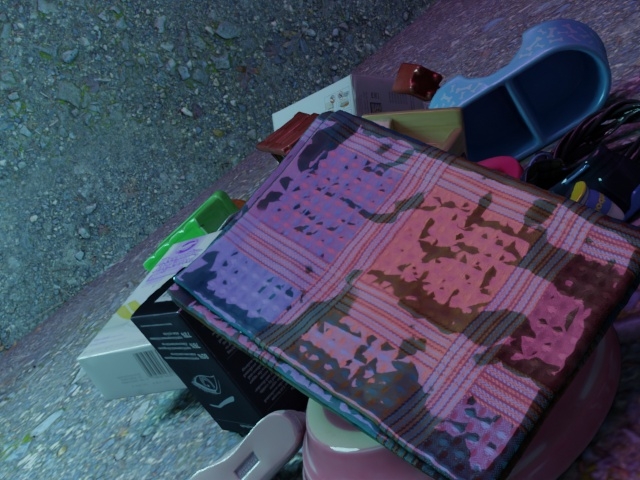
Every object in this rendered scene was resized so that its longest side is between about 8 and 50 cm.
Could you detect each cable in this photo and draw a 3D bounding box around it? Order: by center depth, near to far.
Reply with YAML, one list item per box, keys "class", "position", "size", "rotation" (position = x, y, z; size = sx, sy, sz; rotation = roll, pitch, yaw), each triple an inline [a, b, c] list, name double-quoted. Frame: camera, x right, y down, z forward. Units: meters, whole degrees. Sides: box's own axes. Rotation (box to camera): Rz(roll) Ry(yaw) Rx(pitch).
- class: "cable"
  position: [0.363, -0.123, 0.967]
  size: [0.184, 0.047, 0.150]
  rotation: [-24, 20, 33]

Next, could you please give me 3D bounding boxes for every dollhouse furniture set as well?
- class: "dollhouse furniture set"
  position: [0.093, -0.207, 1.439]
  size: [0.374, 0.201, 0.152]
  rotation: [-38, 23, -11]

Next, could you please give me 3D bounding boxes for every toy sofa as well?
- class: "toy sofa"
  position: [0.086, -0.036, 0.931]
  size: [0.150, 0.177, 0.362]
  rotation: [-2, 24, 23]

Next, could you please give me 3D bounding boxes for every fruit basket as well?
- class: "fruit basket"
  position: [-0.198, 0.001, 1.621]
  size: [0.327, 0.165, 0.353]
  rotation: [-38, -7, 30]

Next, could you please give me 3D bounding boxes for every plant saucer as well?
- class: "plant saucer"
  position: [0.110, 0.132, 0.705]
  size: [0.332, 0.084, 0.332]
  rotation: [-32, 16, 11]

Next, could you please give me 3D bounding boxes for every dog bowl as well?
- class: "dog bowl"
  position: [0.309, -0.211, 1.141]
  size: [0.297, 0.166, 0.074]
  rotation: [-31, 28, 17]

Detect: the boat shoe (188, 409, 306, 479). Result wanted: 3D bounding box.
- class: "boat shoe"
  position: [-0.081, 0.249, 0.807]
  size: [0.184, 0.066, 0.063]
  rotation: [-51, -24, 13]

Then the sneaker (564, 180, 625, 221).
- class: "sneaker"
  position: [0.259, 0.005, 0.770]
  size: [0.144, 0.059, 0.053]
  rotation: [111, -178, -48]

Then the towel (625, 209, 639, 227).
- class: "towel"
  position: [0.354, -0.044, 0.767]
  size: [0.113, 0.023, 0.152]
  rotation: [-43, 4, 47]

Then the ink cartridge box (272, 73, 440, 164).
- class: "ink cartridge box"
  position: [0.088, -0.263, 1.693]
  size: [0.272, 0.130, 0.309]
  rotation: [-3, -6, -36]

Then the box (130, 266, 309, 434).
- class: "box"
  position: [-0.113, 0.136, 0.925]
  size: [0.108, 0.207, 0.153]
  rotation: [-46, 20, -31]

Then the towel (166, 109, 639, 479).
- class: "towel"
  position: [0.061, 0.023, 0.654]
  size: [0.370, 0.040, 0.271]
  rotation: [28, 69, 38]

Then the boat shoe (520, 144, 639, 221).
- class: "boat shoe"
  position: [0.275, -0.063, 0.860]
  size: [0.109, 0.089, 0.258]
  rotation: [-47, 8, -23]

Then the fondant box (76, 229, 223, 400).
- class: "fondant box"
  position: [-0.208, 0.105, 1.216]
  size: [0.238, 0.096, 0.330]
  rotation: [-14, 26, 29]

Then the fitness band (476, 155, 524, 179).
- class: "fitness band"
  position: [0.172, -0.037, 1.105]
  size: [0.291, 0.054, 0.209]
  rotation: [-22, 21, 38]
